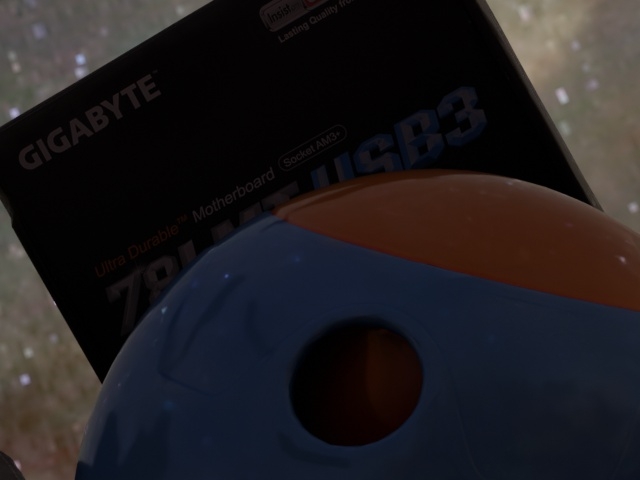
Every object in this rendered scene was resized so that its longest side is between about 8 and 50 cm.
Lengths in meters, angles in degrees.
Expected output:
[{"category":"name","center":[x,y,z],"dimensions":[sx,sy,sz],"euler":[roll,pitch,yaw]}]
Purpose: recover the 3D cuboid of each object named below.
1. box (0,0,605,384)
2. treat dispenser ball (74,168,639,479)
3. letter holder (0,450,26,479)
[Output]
[{"category":"box","center":[0.000,0.000,1.108],"dimensions":[0.296,0.293,0.073],"euler":[-28,4,13]},{"category":"treat dispenser ball","center":[0.045,0.115,0.785],"dimensions":[0.288,0.288,0.288],"euler":[-18,-23,-8]},{"category":"letter holder","center":[-0.301,0.185,1.011],"dimensions":[0.302,0.214,0.152],"euler":[12,-77,-27]}]
